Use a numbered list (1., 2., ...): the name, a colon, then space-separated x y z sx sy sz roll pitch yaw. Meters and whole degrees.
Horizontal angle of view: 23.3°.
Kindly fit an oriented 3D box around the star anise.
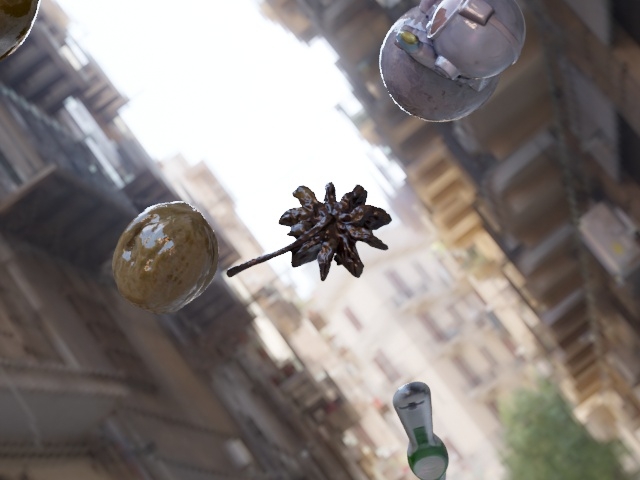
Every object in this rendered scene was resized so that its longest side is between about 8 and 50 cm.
1. star anise: -0.001 0.003 2.251 0.234 0.177 0.073 -53 -24 -17

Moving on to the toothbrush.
1. toothbrush: 0.074 0.149 1.064 0.030 0.030 0.304 -35 -22 -7

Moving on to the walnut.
1. walnut: -0.217 0.025 2.198 0.166 0.149 0.166 -43 27 28

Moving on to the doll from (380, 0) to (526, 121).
1. doll: 0.155 -0.216 1.744 0.151 0.151 0.287 -34 1 -10

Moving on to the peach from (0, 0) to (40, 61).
1. peach: -0.380 -0.283 1.514 0.153 0.251 0.251 -27 -13 20
